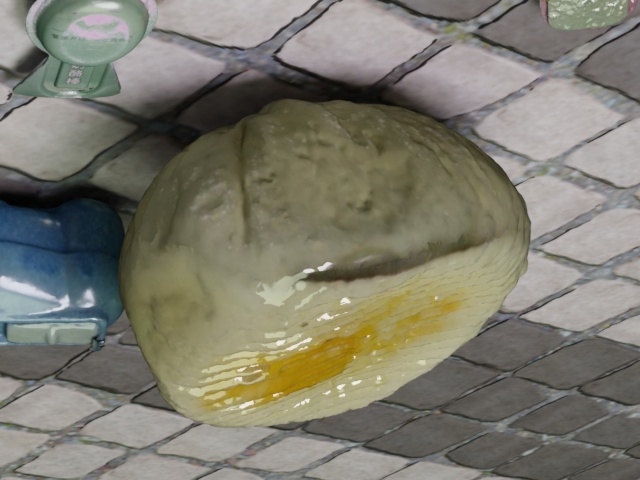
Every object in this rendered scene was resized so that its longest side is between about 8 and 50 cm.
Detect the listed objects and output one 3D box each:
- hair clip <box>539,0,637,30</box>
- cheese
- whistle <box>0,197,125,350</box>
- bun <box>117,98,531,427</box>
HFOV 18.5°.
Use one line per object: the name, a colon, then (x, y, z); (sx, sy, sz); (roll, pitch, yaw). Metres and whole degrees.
hair clip: (0.140, -0.150, 1.008); (0.054, 0.022, 0.137); (-9, 155, 1)
cheese: (-0.121, -0.104, 1.014); (0.067, 0.026, 0.120); (1, 153, -18)
whistle: (-0.231, 0.018, 1.175); (0.269, 0.093, 0.180); (3, 152, -10)
bun: (0.000, 0.000, 1.124); (0.244, 0.153, 0.244); (-20, 160, -8)
